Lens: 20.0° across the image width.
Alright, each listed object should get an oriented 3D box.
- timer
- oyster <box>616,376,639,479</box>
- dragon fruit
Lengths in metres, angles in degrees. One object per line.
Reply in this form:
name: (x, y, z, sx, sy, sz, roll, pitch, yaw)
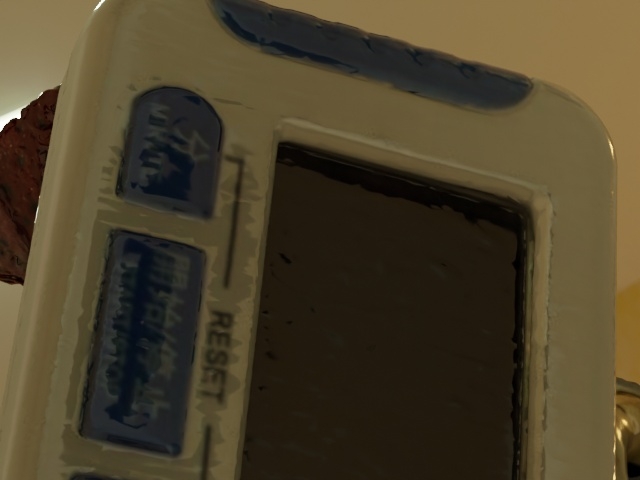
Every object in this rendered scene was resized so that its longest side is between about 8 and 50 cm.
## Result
timer: (-0.005, 0.055, 0.527, 0.178, 0.253, 0.078, 15, -31, -15)
oyster: (0.261, 0.198, 1.425, 0.275, 0.271, 0.100, 7, -60, -33)
dragon fruit: (-0.152, -0.034, 1.087, 0.131, 0.063, 0.097, -47, -22, -41)
